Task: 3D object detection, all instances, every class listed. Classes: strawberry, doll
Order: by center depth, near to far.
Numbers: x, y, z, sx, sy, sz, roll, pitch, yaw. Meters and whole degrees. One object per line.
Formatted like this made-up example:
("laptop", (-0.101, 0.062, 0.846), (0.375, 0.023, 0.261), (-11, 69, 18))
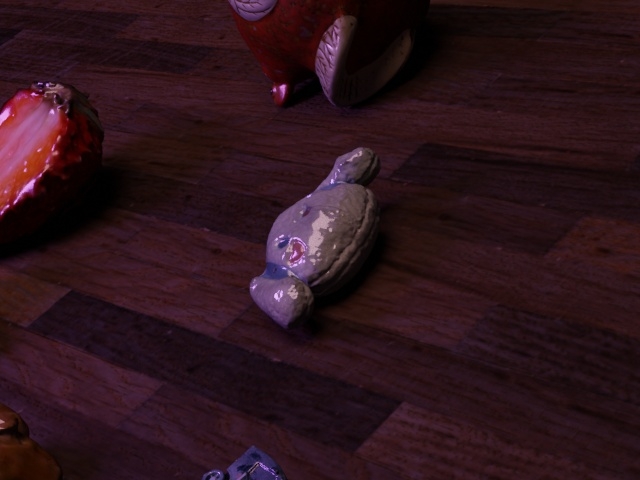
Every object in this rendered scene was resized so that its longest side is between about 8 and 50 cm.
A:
("doll", (0.000, 0.000, 1.350), (0.103, 0.071, 0.214), (-14, 38, 43))
("strawberry", (-0.329, -0.065, 1.690), (0.236, 0.111, 0.190), (-48, 40, 8))

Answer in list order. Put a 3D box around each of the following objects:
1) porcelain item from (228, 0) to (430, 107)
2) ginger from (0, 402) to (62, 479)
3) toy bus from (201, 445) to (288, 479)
("porcelain item", (-0.002, -0.254, 1.658), (0.253, 0.253, 0.253), (-19, 30, 12))
("ginger", (-0.352, 0.223, 1.177), (0.274, 0.152, 0.357), (-9, 12, -22))
("toy bus", (-0.087, 0.225, 1.085), (0.166, 0.047, 0.065), (-40, 37, -21))
